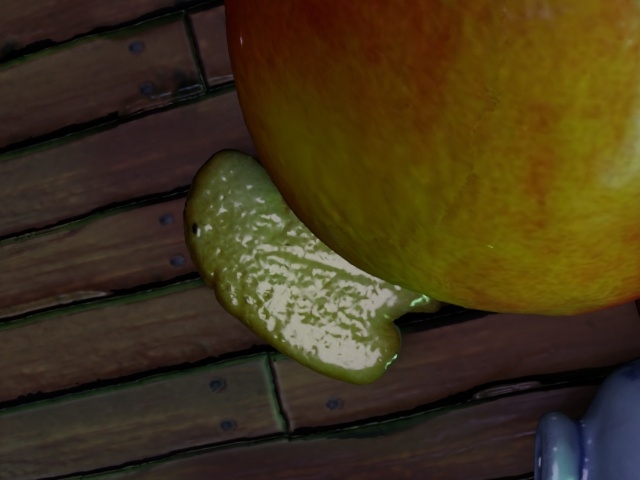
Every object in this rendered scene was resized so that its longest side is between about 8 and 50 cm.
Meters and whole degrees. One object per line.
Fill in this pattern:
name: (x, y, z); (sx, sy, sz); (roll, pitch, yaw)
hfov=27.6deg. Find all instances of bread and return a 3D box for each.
bread: (0.000, 0.000, 0.885); (0.187, 0.065, 0.149); (36, 95, 12)

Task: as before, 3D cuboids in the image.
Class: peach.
peach: (0.091, -0.133, 0.660); (0.242, 0.306, 0.381); (-6, 123, -23)

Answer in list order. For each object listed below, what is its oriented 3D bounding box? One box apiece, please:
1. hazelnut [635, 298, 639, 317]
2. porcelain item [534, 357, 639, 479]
hazelnut: (0.237, 0.033, 0.810); (0.086, 0.086, 0.086); (2, 98, 15)
porcelain item: (0.261, 0.142, 0.787); (0.259, 0.141, 0.141); (3, 99, 3)
